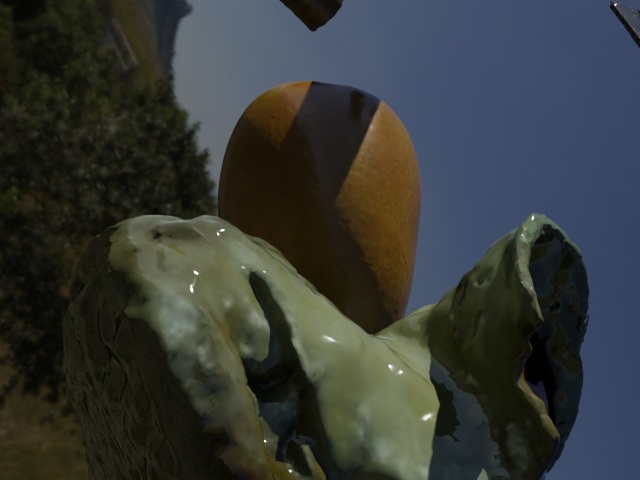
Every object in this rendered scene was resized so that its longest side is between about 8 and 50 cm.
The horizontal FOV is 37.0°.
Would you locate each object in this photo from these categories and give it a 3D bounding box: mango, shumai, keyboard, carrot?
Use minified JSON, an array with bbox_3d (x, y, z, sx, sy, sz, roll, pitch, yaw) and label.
[{"bbox_3d":[0.000,0.000,1.029,0.264,0.221,0.378,113,-23,-65],"label":"mango"},{"bbox_3d":[0.024,0.124,0.579,0.292,0.288,0.330,52,-30,30],"label":"shumai"},{"bbox_3d":[0.501,-0.307,1.460,0.231,0.072,0.023,-96,-154,-54],"label":"keyboard"},{"bbox_3d":[-0.029,-0.337,1.219,0.173,0.082,0.082,34,20,-49],"label":"carrot"}]
